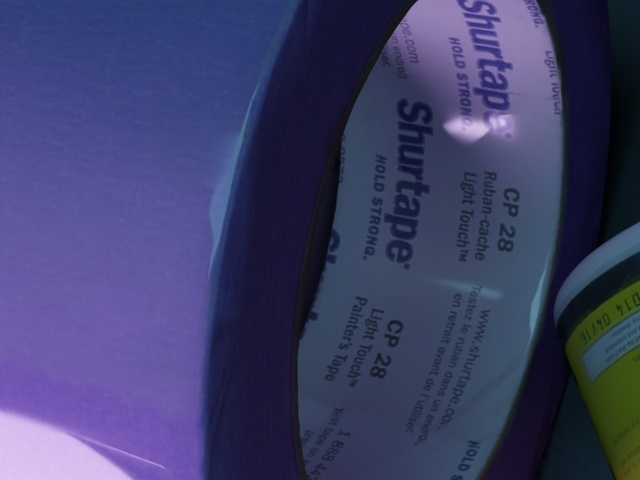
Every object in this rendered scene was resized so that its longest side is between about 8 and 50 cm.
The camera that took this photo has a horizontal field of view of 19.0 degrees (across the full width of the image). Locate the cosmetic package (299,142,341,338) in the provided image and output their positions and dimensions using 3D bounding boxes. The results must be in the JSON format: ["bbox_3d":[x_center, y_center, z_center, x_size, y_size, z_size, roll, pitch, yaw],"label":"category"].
[{"bbox_3d":[-0.044,-0.002,0.699,0.085,0.117,0.231,10,80,27],"label":"cosmetic package"}]

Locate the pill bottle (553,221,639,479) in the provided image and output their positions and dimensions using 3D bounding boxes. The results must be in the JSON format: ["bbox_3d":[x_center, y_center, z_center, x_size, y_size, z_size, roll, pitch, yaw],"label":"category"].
[{"bbox_3d":[0.149,0.081,0.595,0.103,0.103,0.184,-26,66,15],"label":"pill bottle"}]

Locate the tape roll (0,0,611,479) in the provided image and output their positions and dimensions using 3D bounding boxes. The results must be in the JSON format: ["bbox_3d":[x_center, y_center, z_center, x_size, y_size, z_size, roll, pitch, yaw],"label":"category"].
[{"bbox_3d":[0.000,0.000,0.588,0.090,0.275,0.275,13,80,26],"label":"tape roll"}]
